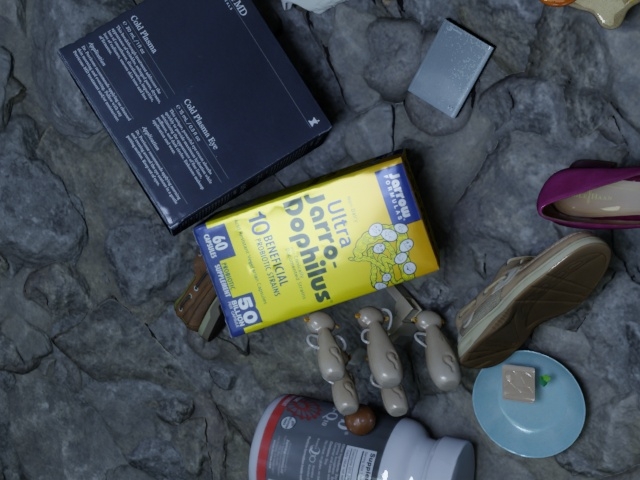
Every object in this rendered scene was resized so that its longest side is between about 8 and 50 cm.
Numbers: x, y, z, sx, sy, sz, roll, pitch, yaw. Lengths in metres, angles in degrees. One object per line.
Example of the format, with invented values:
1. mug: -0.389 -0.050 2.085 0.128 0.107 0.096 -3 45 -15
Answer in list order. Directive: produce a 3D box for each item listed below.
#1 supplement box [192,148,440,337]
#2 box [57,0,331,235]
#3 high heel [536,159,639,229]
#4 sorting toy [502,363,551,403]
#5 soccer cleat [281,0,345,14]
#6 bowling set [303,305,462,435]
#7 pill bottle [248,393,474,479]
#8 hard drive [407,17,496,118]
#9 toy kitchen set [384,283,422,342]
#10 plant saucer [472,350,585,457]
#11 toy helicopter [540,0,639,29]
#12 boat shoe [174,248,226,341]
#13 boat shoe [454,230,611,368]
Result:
1. supplement box: 0.000 0.000 1.876 0.356 0.195 0.194 -19 97 8
2. box: -0.206 -0.234 1.894 0.312 0.179 0.343 -32 90 -7
3. high heel: 0.514 -0.051 1.674 0.377 0.181 0.127 2 113 30
4. sorting toy: 0.345 0.241 1.904 0.083 0.012 0.062 5 102 27
5. soccer cleat: 0.018 -0.412 1.886 0.196 0.068 0.076 10 114 30
6. bowling set: 0.069 0.214 1.896 0.200 0.287 0.154 -55 37 37
7. pill bottle: 0.074 0.402 2.008 0.363 0.210 0.210 8 108 22
8. hard drive: 0.213 -0.280 1.853 0.094 0.022 0.135 34 116 13
9. toy kitchen set: 0.134 0.127 1.996 0.083 0.068 0.075 -51 57 19
10. plant saucer: 0.357 0.273 1.936 0.195 0.037 0.195 7 108 24
11. toy helicopter: 0.486 -0.408 1.652 0.355 0.140 0.235 24 105 6
12. boat shoe: -0.184 0.047 2.082 0.104 0.111 0.307 35 116 11
13. boat shoe: 0.323 0.077 1.824 0.341 0.121 0.110 -47 42 38
